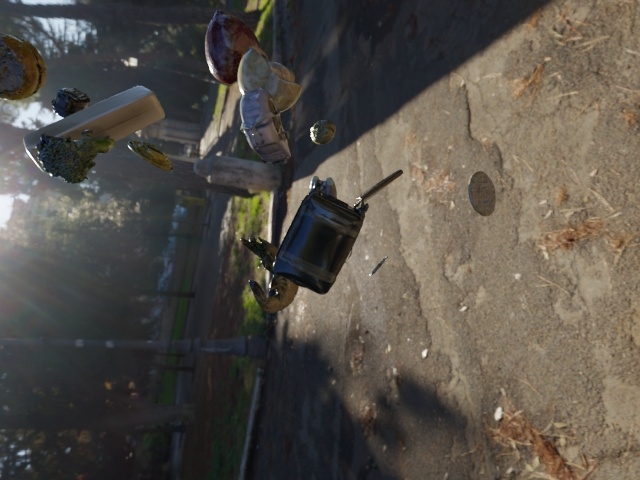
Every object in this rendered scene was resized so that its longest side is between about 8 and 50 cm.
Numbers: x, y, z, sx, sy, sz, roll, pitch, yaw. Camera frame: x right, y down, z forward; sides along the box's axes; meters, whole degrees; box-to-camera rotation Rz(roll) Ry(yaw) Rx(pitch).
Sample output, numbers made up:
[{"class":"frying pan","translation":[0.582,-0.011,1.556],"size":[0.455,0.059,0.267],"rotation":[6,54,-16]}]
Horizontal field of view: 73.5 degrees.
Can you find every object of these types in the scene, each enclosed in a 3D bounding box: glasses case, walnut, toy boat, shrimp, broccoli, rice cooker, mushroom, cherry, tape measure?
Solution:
[{"class":"glasses case","translation":[-0.591,-0.301,1.132],"size":[0.144,0.337,0.076],"rotation":[38,154,46]},{"class":"walnut","translation":[0.009,-0.368,1.452],"size":[0.092,0.092,0.091],"rotation":[-174,90,-70]},{"class":"toy boat","translation":[0.011,-0.244,2.365],"size":[0.085,0.155,0.227],"rotation":[-63,-25,-50]},{"class":"shrimp","translation":[-0.238,0.151,1.903],"size":[0.085,0.445,0.271],"rotation":[6,55,37]},{"class":"broccoli","translation":[-0.535,-0.204,0.974],"size":[0.204,0.118,0.122],"rotation":[-69,-12,-63]},{"class":"rice cooker","translation":[-0.998,-0.549,1.719],"size":[0.106,0.112,0.165],"rotation":[-57,19,16]},{"class":"mushroom","translation":[-0.197,-0.576,1.594],"size":[0.189,0.253,0.195],"rotation":[-45,-7,25]},{"class":"cherry","translation":[-0.353,-0.766,1.728],"size":[0.203,0.230,0.300],"rotation":[30,146,47]},{"class":"tape measure","translation":[-0.170,-0.350,1.284],"size":[0.236,0.121,0.196],"rotation":[29,-132,-77]}]

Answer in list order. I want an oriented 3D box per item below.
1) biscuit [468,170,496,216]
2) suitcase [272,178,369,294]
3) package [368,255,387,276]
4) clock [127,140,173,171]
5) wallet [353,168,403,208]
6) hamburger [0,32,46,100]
[{"class":"biscuit","translation":[0.511,-0.147,1.356],"size":[0.020,0.152,0.151],"rotation":[-11,73,51]},{"class":"suitcase","translation":[0.000,0.000,1.756],"size":[0.433,0.283,0.194],"rotation":[-63,4,13]},{"class":"package","translation":[0.233,0.106,1.732],"size":[0.110,0.015,0.037],"rotation":[-47,-9,-14]},{"class":"clock","translation":[-0.807,-0.419,2.066],"size":[0.057,0.237,0.237],"rotation":[-54,27,9]},{"class":"wallet","translation":[0.257,-0.236,1.946],"size":[0.039,0.243,0.133],"rotation":[53,165,1]},{"class":"hamburger","translation":[-0.825,-0.450,1.110],"size":[0.177,0.186,0.113],"rotation":[-45,24,17]}]
